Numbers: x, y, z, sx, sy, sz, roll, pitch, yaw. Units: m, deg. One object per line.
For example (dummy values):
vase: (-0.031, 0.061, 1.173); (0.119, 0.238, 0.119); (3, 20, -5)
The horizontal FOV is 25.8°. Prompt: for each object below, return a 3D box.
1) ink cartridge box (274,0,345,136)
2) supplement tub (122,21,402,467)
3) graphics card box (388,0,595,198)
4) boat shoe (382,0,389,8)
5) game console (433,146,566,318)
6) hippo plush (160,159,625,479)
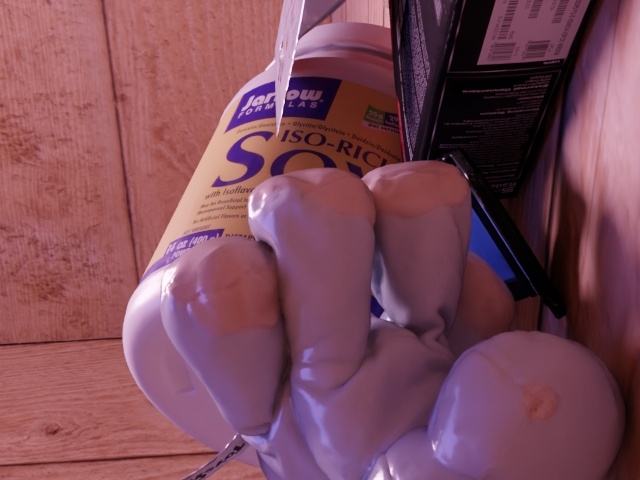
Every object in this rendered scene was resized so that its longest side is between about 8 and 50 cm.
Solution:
ink cartridge box: (0.009, -0.217, 1.059); (0.189, 0.066, 0.232); (-94, 9, -62)
supplement tub: (0.000, 0.000, 1.167); (0.241, 0.241, 0.331); (89, -163, -49)
graphics card box: (0.104, -0.197, 0.936); (0.371, 0.094, 0.233); (90, 177, -69)
boat shoe: (0.062, -0.391, 1.632); (0.109, 0.098, 0.302); (91, 175, -64)
game console: (0.101, 0.006, 0.959); (0.122, 0.071, 0.107); (55, -174, -16)
hippo plush: (0.035, 0.105, 0.814); (0.234, 0.294, 0.236); (38, -179, -37)
